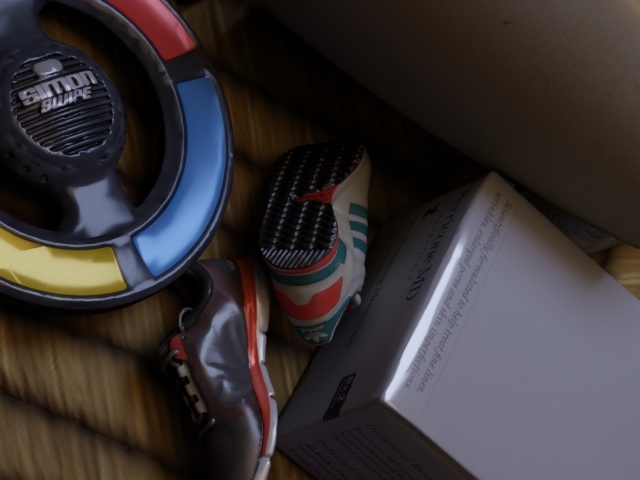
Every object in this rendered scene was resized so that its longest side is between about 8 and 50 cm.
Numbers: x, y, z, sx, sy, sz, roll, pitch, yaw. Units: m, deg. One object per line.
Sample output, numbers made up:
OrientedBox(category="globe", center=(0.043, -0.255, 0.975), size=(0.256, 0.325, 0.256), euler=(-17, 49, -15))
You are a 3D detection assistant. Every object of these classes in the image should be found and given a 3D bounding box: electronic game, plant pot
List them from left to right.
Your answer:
OrientedBox(category="electronic game", center=(-0.149, -0.069, 0.981), size=(0.229, 0.048, 0.229), euler=(13, 64, -29))
OrientedBox(category="plant pot", center=(0.144, -0.137, 1.059), size=(0.274, 0.256, 0.256), euler=(46, 53, -1))

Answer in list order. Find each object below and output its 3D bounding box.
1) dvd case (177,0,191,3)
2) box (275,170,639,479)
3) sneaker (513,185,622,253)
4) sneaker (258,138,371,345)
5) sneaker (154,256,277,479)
OrientedBox(category="dvd case", center=(-0.051, -0.279, 1.149), size=(0.253, 0.022, 0.180), euler=(-38, 98, -38))
OrientedBox(category="box", center=(0.098, 0.091, 1.064), size=(0.182, 0.119, 0.181), euler=(41, 54, -17))
OrientedBox(category="sneaker", center=(0.207, -0.083, 1.223), size=(0.269, 0.101, 0.153), euler=(-15, 75, -36))
OrientedBox(category="sneaker", center=(0.000, 0.000, 1.060), size=(0.161, 0.057, 0.075), euler=(-75, 158, -59))
OrientedBox(category="sneaker", center=(-0.064, 0.081, 0.997), size=(0.065, 0.061, 0.158), euler=(9, 58, -23))
